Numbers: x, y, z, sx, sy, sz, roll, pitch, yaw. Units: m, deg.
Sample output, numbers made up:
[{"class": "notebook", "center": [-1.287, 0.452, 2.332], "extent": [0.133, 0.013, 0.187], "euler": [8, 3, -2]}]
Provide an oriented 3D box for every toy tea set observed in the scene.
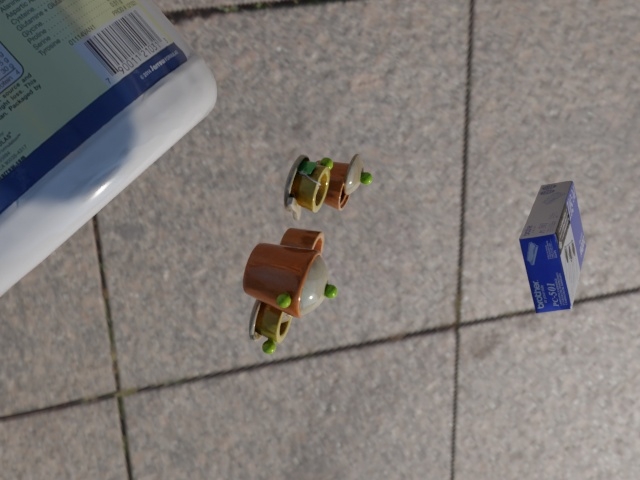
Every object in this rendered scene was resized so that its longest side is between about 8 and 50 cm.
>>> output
[{"class": "toy tea set", "center": [0.000, 0.000, 1.465], "extent": [0.200, 0.124, 0.336], "euler": [81, 28, -62]}]

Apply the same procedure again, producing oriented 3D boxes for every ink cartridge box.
[{"class": "ink cartridge box", "center": [0.290, 0.004, 1.259], "extent": [0.046, 0.207, 0.097], "euler": [-9, 106, 22]}]

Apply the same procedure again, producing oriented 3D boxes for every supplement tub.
[{"class": "supplement tub", "center": [-0.251, -0.142, 0.655], "extent": [0.235, 0.235, 0.325], "euler": [-41, 99, 1]}]
